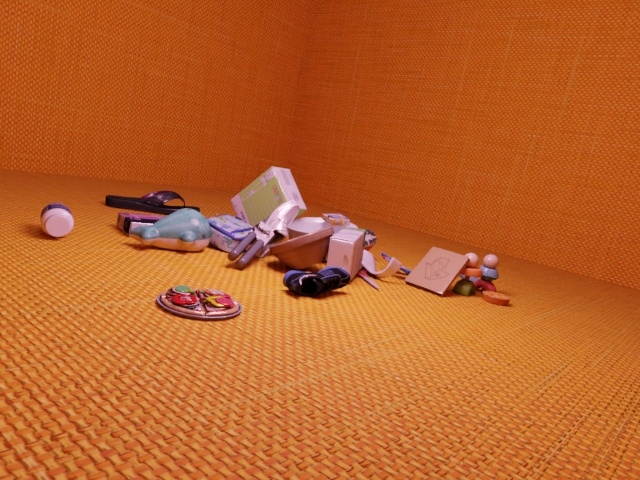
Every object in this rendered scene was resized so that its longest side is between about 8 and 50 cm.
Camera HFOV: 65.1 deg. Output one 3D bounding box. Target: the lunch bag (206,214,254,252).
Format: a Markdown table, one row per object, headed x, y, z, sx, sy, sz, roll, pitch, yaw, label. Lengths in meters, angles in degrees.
| x | y | z | sx | sy | sz | roll | pitch | yaw | label |
| --- | --- | --- | --- | --- | --- | --- | --- | --- | --- |
| -0.341 | -0.025 | 1.935 | 0.176 | 0.090 | 0.219 | 31 | 16 | 17 | lunch bag |

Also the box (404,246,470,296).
| x | y | z | sx | sy | sz | roll | pitch | yaw | label |
| --- | --- | --- | --- | --- | --- | --- | --- | --- | --- |
| 0.438 | 0.112 | 1.877 | 0.165 | 0.021 | 0.201 | 19 | 53 | 43 | box |

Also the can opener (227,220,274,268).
| x | y | z | sx | sy | sz | roll | pitch | yaw | label |
| --- | --- | --- | --- | --- | --- | --- | --- | --- | --- |
| -0.240 | 0.016 | 1.737 | 0.074 | 0.093 | 0.280 | 45 | 28 | -7 | can opener |

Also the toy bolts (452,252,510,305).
| x | y | z | sx | sy | sz | roll | pitch | yaw | label |
| --- | --- | --- | --- | --- | --- | --- | --- | --- | --- |
| 0.647 | 0.138 | 1.931 | 0.219 | 0.158 | 0.229 | 17 | 11 | 33 | toy bolts |

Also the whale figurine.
| x | y | z | sx | sy | sz | roll | pitch | yaw | label |
| --- | --- | --- | --- | --- | --- | --- | --- | --- | --- |
| -0.509 | -0.042 | 1.734 | 0.216 | 0.141 | 0.272 | 19 | 13 | 41 | whale figurine |

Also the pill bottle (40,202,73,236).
| x | y | z | sx | sy | sz | roll | pitch | yaw | label |
| --- | --- | --- | --- | --- | --- | --- | --- | --- | --- |
| -0.848 | -0.063 | 1.614 | 0.094 | 0.094 | 0.169 | 5 | 10 | -31 | pill bottle |

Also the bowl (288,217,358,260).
| x | y | z | sx | sy | sz | roll | pitch | yaw | label |
| --- | --- | --- | --- | --- | --- | --- | --- | --- | --- |
| 0.000 | 0.000 | 2.042 | 0.298 | 0.133 | 0.298 | 4 | 14 | -1 | bowl |

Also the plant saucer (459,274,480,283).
| x | y | z | sx | sy | sz | roll | pitch | yaw | label |
| --- | --- | --- | --- | --- | --- | --- | --- | --- | --- |
| 0.669 | 0.174 | 2.183 | 0.067 | 0.018 | 0.192 | 8 | 9 | -15 | plant saucer |

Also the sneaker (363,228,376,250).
| x | y | z | sx | sy | sz | roll | pitch | yaw | label |
| --- | --- | --- | --- | --- | --- | --- | --- | --- | --- |
| 0.111 | 0.031 | 2.206 | 0.279 | 0.107 | 0.118 | -6 | -29 | -13 | sneaker |

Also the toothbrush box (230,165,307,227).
| x | y | z | sx | sy | sz | roll | pitch | yaw | label |
| --- | --- | --- | --- | --- | --- | --- | --- | --- | --- |
| -0.225 | -0.153 | 2.137 | 0.283 | 0.206 | 0.122 | -33 | -18 | 31 | toothbrush box |

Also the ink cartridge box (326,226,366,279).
| x | y | z | sx | sy | sz | roll | pitch | yaw | label |
| --- | --- | --- | --- | --- | --- | --- | --- | --- | --- |
| 0.093 | 0.048 | 1.787 | 0.093 | 0.154 | 0.212 | 10 | 15 | 13 | ink cartridge box |

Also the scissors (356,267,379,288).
| x | y | z | sx | sy | sz | roll | pitch | yaw | label |
| --- | --- | --- | --- | --- | --- | --- | --- | --- | --- |
| 0.168 | 0.130 | 1.847 | 0.109 | 0.021 | 0.297 | 8 | 8 | -31 | scissors |

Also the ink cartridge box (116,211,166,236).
| x | y | z | sx | sy | sz | roll | pitch | yaw | label |
| --- | --- | --- | --- | --- | --- | --- | --- | --- | --- |
| -0.582 | -0.049 | 1.958 | 0.371 | 0.069 | 0.176 | 7 | 10 | -38 | ink cartridge box |

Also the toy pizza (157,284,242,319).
| x | y | z | sx | sy | sz | roll | pitch | yaw | label |
| --- | --- | --- | --- | --- | --- | --- | --- | --- | --- |
| -0.288 | 0.142 | 1.206 | 0.202 | 0.032 | 0.201 | 10 | 9 | -2 | toy pizza |

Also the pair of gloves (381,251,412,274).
| x | y | z | sx | sy | sz | roll | pitch | yaw | label |
| --- | --- | --- | --- | --- | --- | --- | --- | --- | --- |
| 0.314 | 0.099 | 2.009 | 0.159 | 0.023 | 0.198 | 32 | 3 | 0 | pair of gloves |

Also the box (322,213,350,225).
| x | y | z | sx | sy | sz | roll | pitch | yaw | label |
| --- | --- | --- | --- | --- | --- | --- | --- | --- | --- |
| 0.061 | -0.090 | 2.088 | 0.081 | 0.028 | 0.136 | -1 | 17 | -19 | box |

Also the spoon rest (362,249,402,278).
| x | y | z | sx | sy | sz | roll | pitch | yaw | label |
| --- | --- | --- | --- | --- | --- | --- | --- | --- | --- |
| 0.194 | 0.089 | 1.941 | 0.137 | 0.084 | 0.276 | 36 | -12 | -29 | spoon rest |

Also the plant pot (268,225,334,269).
| x | y | z | sx | sy | sz | roll | pitch | yaw | label |
| --- | --- | --- | --- | --- | --- | --- | --- | --- | --- |
| -0.053 | 0.035 | 1.762 | 0.238 | 0.109 | 0.237 | -20 | 2 | 1 | plant pot |

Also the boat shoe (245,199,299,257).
| x | y | z | sx | sy | sz | roll | pitch | yaw | label |
| --- | --- | --- | --- | --- | --- | --- | --- | --- | --- |
| -0.162 | -0.038 | 1.909 | 0.096 | 0.277 | 0.098 | 31 | -19 | 32 | boat shoe |

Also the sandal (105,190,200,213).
| x | y | z | sx | sy | sz | roll | pitch | yaw | label |
| --- | --- | --- | --- | --- | --- | --- | --- | --- | --- |
| -0.801 | -0.194 | 2.434 | 0.446 | 0.106 | 0.168 | 6 | 10 | -27 | sandal |

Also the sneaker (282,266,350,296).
| x | y | z | sx | sy | sz | roll | pitch | yaw | label |
| --- | --- | --- | --- | --- | --- | --- | --- | --- | --- |
| 0.005 | 0.130 | 1.506 | 0.233 | 0.081 | 0.090 | -3 | 18 | -32 | sneaker |

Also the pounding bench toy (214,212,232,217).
| x | y | z | sx | sy | sz | roll | pitch | yaw | label |
| --- | --- | --- | --- | --- | --- | --- | --- | --- | --- |
| -0.454 | -0.089 | 2.326 | 0.084 | 0.065 | 0.052 | 9 | 10 | -13 | pounding bench toy |
